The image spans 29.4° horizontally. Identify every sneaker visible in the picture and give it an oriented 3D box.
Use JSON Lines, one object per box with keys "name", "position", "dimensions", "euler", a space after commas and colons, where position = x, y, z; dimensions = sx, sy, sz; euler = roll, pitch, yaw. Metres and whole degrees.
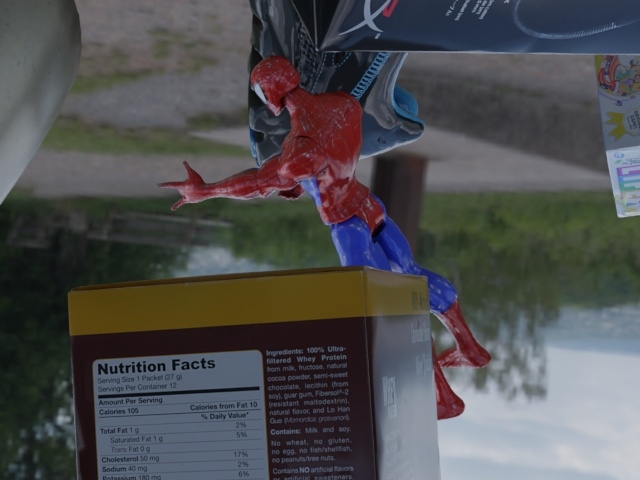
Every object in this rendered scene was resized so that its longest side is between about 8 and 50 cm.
{"name": "sneaker", "position": [0.005, -0.204, 0.880], "dimensions": [0.140, 0.340, 0.125], "euler": [-6, -139, -1]}

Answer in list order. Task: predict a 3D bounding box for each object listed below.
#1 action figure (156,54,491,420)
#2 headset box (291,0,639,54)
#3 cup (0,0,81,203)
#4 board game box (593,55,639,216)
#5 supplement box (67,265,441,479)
{"name": "action figure", "position": [0.000, 0.000, 0.850], "dimensions": [0.139, 0.280, 0.091], "euler": [-7, -148, 35]}
{"name": "headset box", "position": [0.143, -0.175, 0.413], "dimensions": [0.293, 0.110, 0.218], "euler": [-4, 142, -28]}
{"name": "cup", "position": [-0.308, -0.047, 0.587], "dimensions": [0.331, 0.237, 0.331], "euler": [9, 151, 5]}
{"name": "board game box", "position": [0.161, -0.102, 0.657], "dimensions": [0.026, 0.154, 0.103], "euler": [-7, 161, 15]}
{"name": "supplement box", "position": [-0.018, 0.114, 0.580], "dimensions": [0.129, 0.194, 0.191], "euler": [-4, 176, 13]}
